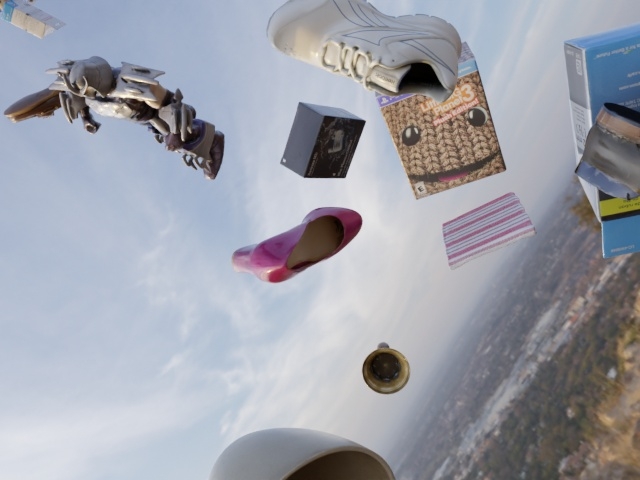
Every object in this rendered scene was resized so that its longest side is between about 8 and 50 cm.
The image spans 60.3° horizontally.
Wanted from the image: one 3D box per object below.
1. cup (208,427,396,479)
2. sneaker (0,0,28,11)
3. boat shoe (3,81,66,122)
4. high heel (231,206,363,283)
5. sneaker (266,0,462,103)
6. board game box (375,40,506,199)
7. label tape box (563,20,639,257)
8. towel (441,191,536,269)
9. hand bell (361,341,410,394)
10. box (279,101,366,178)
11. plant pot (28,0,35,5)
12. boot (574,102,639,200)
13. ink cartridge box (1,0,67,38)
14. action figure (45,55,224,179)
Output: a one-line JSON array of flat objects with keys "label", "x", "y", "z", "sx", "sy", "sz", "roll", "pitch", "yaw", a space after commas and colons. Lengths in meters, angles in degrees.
[{"label": "cup", "x": -0.068, "y": 0.456, "z": 0.937, "sx": 0.331, "sy": 0.237, "sz": 0.331, "roll": -9, "pitch": -75, "yaw": -36}, {"label": "sneaker", "x": -0.683, "y": -0.542, "z": 1.150, "sx": 0.296, "sy": 0.112, "sz": 0.131, "roll": -91, "pitch": 17, "yaw": -79}, {"label": "boat shoe", "x": -0.728, "y": -0.360, "z": 1.465, "sx": 0.207, "sy": 0.073, "sz": 0.073, "roll": -27, "pitch": -41, "yaw": -4}, {"label": "high heel", "x": 0.000, "y": 0.000, "z": 0.779, "sx": 0.244, "sy": 0.117, "sz": 0.082, "roll": -14, "pitch": -80, "yaw": -40}, {"label": "sneaker", "x": 0.069, "y": -0.277, "z": 0.796, "sx": 0.111, "sy": 0.297, "sz": 0.129, "roll": 104, "pitch": 170, "yaw": -52}, {"label": "board game box", "x": 0.289, "y": -0.282, "z": 1.330, "sx": 0.141, "sy": 0.232, "sz": 0.291, "roll": -82, "pitch": -31, "yaw": -56}, {"label": "label tape box", "x": 0.540, "y": -0.168, "z": 0.865, "sx": 0.115, "sy": 0.249, "sz": 0.348, "roll": -79, "pitch": -26, "yaw": -64}, {"label": "towel", "x": 0.279, "y": -0.017, "z": 0.933, "sx": 0.144, "sy": 0.029, "sz": 0.197, "roll": -27, "pitch": 15, "yaw": 18}, {"label": "hand bell", "x": 0.181, "y": 0.327, "z": 1.547, "sx": 0.126, "sy": 0.126, "sz": 0.242, "roll": -58, "pitch": -1, "yaw": 8}, {"label": "box", "x": 0.007, "y": -0.234, "z": 1.316, "sx": 0.158, "sy": 0.093, "sz": 0.156, "roll": -7, "pitch": -56, "yaw": -47}, {"label": "plant pot", "x": -0.778, "y": -0.657, "z": 1.371, "sx": 0.237, "sy": 0.237, "sz": 0.110, "roll": -14, "pitch": -66, "yaw": -68}, {"label": "boot", "x": 0.456, "y": -0.089, "z": 0.743, "sx": 0.082, "sy": 0.219, "sz": 0.106, "roll": -22, "pitch": -37, "yaw": -40}, {"label": "ink cartridge box", "x": -0.469, "y": -0.360, "z": 0.905, "sx": 0.028, "sy": 0.083, "sz": 0.048, "roll": -56, "pitch": 18, "yaw": 28}, {"label": "action figure", "x": -0.229, "y": -0.164, "z": 0.726, "sx": 0.099, "sy": 0.185, "sz": 0.285, "roll": -68, "pitch": -19, "yaw": 2}]
